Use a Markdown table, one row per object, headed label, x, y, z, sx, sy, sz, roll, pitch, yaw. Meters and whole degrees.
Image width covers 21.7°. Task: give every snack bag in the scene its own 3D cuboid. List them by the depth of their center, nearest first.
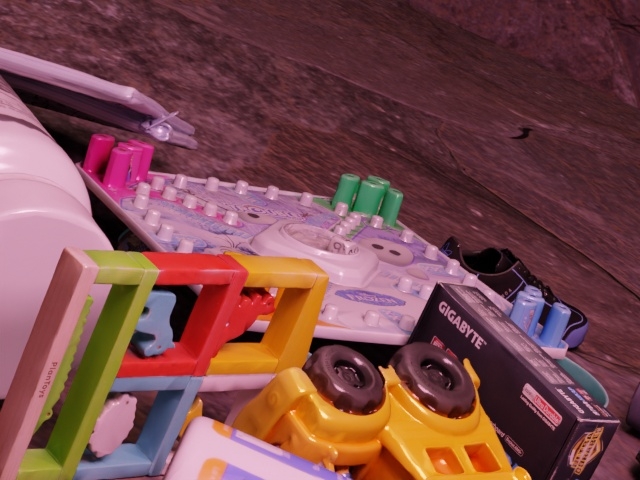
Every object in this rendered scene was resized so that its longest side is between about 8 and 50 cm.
| label | x | y | z | sx | sy | sz | roll | pitch | yaw |
| --- | --- | --- | --- | --- | --- | --- | --- | --- | --- |
| snack bag | -0.304 | -0.165 | 1.770 | 0.323 | 0.037 | 0.342 | 17 | -1 | 5 |

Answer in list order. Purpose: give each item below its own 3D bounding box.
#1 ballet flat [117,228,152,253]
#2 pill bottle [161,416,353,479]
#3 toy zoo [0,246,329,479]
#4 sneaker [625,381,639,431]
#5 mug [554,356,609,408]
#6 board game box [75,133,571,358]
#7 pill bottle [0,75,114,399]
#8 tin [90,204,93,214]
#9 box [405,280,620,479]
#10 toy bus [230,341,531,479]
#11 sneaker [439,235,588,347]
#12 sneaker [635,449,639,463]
| label | x | y | z | sx | sy | sz | roll | pitch | yaw |
| --- | --- | --- | --- | --- | --- | --- | --- | --- | --- |
| ballet flat | -0.131 | 0.017 | 1.697 | 0.070 | 0.070 | 0.188 | 36 | 24 | 29 |
| pill bottle | 0.008 | 0.238 | 1.123 | 0.272 | 0.152 | 0.152 | 24 | 19 | -2 |
| toy zoo | -0.106 | 0.098 | 1.293 | 0.293 | 0.192 | 0.030 | 3 | 29 | -46 |
| sneaker | 0.464 | 0.183 | 1.873 | 0.131 | 0.112 | 0.319 | 34 | 22 | 34 |
| mug | 0.191 | 0.161 | 1.626 | 0.158 | 0.097 | 0.129 | 35 | 22 | 31 |
| board game box | 0.000 | 0.000 | 1.669 | 0.390 | 0.050 | 0.390 | 7 | 19 | -33 |
| pill bottle | -0.314 | -0.037 | 1.383 | 0.204 | 0.204 | 0.361 | 9 | 24 | -37 |
| tin | -0.296 | -0.024 | 1.627 | 0.106 | 0.040 | 0.190 | 26 | 19 | 16 |
| box | 0.140 | 0.165 | 1.437 | 0.051 | 0.175 | 0.220 | 9 | 25 | -37 |
| toy bus | 0.057 | 0.203 | 1.324 | 0.220 | 0.149 | 0.211 | 4 | 44 | -41 |
| sneaker | 0.227 | 0.061 | 1.944 | 0.232 | 0.090 | 0.081 | 14 | 22 | -28 |
| sneaker | 0.439 | 0.214 | 1.739 | 0.262 | 0.125 | 0.104 | 10 | 23 | -36 |
